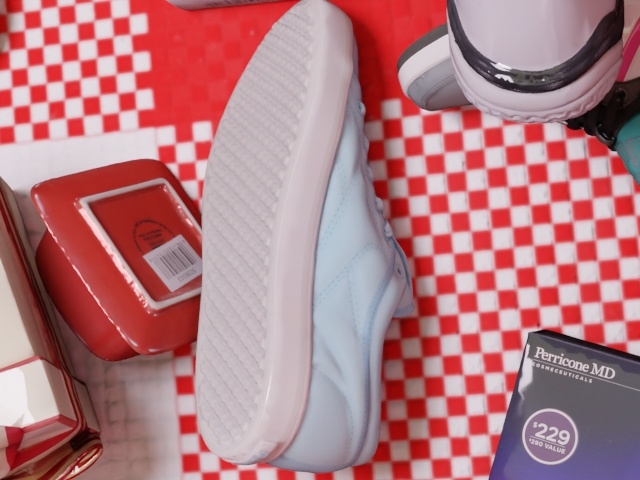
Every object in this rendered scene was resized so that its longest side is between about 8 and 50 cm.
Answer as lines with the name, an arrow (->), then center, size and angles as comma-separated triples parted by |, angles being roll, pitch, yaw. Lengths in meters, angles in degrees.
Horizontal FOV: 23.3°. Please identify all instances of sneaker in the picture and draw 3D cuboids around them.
sneaker -> 0.211, -0.090, 1.117 | 0.295, 0.124, 0.178 | -13, 75, 13
sneaker -> 0.143, -0.270, 1.022 | 0.137, 0.210, 0.366 | -1, 51, 9
sneaker -> 0.000, 0.000, 1.180 | 0.135, 0.150, 0.366 | -12, 65, 50

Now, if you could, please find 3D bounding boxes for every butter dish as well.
butter dish -> -0.156, 0.032, 1.206 | 0.118, 0.160, 0.160 | -43, 77, 33

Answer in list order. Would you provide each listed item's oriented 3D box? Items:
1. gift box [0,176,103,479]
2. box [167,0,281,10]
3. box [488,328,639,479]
gift box -> -0.321, 0.092, 1.145 | 0.255, 0.276, 0.258 | -21, 82, 1
box -> -0.013, -0.351, 1.215 | 0.232, 0.058, 0.322 | -3, 89, 15
box -> 0.254, 0.184, 1.103 | 0.261, 0.103, 0.184 | 15, 89, 15
